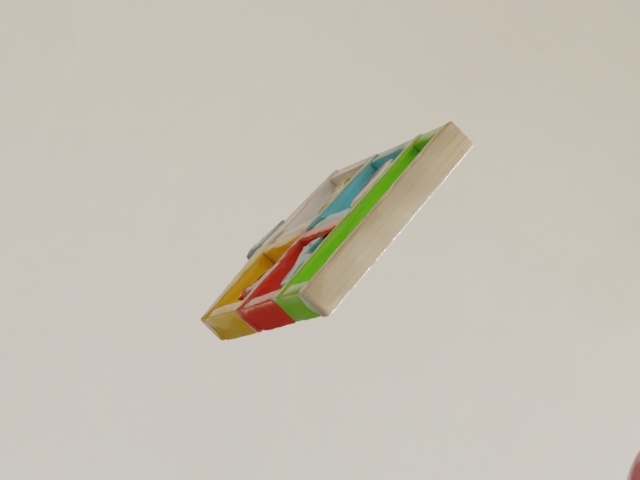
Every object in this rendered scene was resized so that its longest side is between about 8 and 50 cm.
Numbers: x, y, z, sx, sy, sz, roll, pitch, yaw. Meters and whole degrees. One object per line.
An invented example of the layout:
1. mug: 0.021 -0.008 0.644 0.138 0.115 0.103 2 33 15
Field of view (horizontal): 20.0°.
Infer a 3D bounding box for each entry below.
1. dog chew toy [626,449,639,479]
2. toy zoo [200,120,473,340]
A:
1. dog chew toy: 0.458 0.246 1.911 0.207 0.206 0.332 31 -36 1
2. toy zoo: 0.000 0.000 1.532 0.030 0.192 0.293 45 -22 -11
